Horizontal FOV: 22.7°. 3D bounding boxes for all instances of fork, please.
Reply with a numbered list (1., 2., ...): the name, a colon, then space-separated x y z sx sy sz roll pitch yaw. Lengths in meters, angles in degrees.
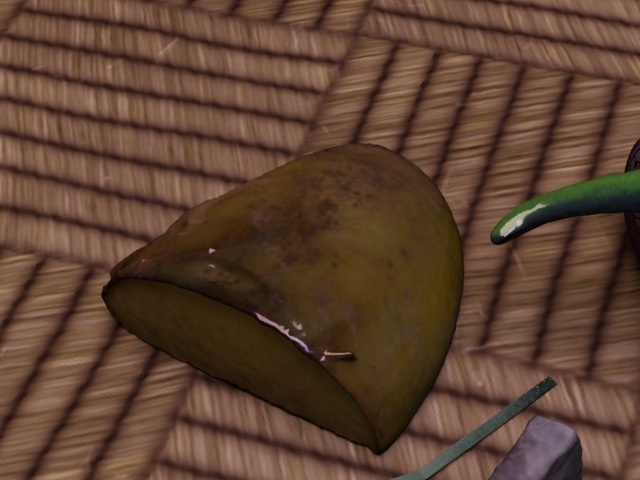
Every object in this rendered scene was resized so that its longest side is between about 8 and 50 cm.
1. fork: 0.087 0.159 1.176 0.235 0.021 0.039 -34 57 -23

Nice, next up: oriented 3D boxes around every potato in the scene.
1. potato: 0.000 0.000 1.268 0.269 0.112 0.255 25 54 22

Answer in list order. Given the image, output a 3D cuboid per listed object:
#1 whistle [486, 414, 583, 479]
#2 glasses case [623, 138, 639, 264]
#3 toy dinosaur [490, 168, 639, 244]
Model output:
1. whistle: 0.077 0.291 0.965 0.188 0.168 0.405 1 44 4
2. glasses case: 0.308 0.048 1.188 0.075 0.123 0.316 -17 50 -8
3. toy dinosaur: 0.368 0.072 1.023 0.500 0.144 0.374 -16 49 17
